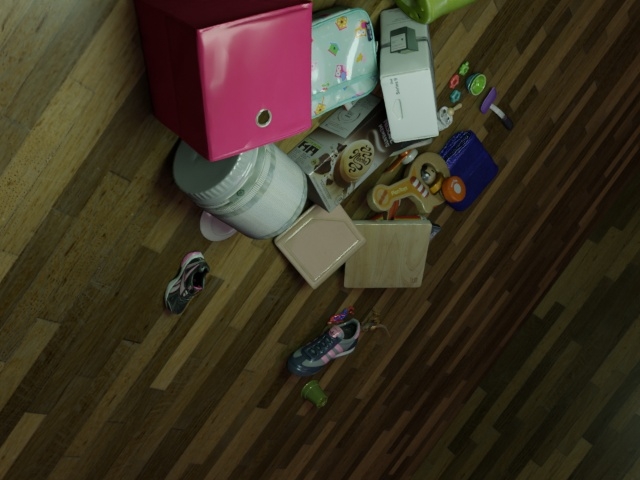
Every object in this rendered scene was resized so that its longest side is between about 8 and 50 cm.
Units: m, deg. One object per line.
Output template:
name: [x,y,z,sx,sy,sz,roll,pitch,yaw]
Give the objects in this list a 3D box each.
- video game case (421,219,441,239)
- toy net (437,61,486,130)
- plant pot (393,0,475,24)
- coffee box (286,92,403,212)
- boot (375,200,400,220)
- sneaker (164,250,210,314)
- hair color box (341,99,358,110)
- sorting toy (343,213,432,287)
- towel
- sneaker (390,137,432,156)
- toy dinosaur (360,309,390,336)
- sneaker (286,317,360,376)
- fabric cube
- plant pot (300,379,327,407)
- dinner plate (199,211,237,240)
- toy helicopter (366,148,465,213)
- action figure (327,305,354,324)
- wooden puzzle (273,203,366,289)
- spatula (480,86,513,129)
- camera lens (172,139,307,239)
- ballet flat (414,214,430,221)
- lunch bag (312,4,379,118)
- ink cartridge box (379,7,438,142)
video game case: [0.269,0.033,2.164,0.196,0.026,0.274,10,128,-49]
toy net: [0.427,-0.439,1.994,0.122,0.045,0.232,25,101,-52]
plant pot: [0.316,-0.702,1.461,0.353,0.366,0.366,-37,142,0]
coffee box: [0.068,-0.245,1.717,0.297,0.119,0.168,-44,141,-11]
boot: [0.222,-0.085,2.060,0.085,0.059,0.158,-23,133,-39]
sneaker: [-0.340,0.119,1.623,0.072,0.077,0.178,4,117,-46]
hair color box: [0.056,-0.410,1.635,0.072,0.043,0.141,-47,141,-7]
sorting toy: [0.205,0.026,2.023,0.255,0.089,0.257,0,128,-4]
towel: [0.491,-0.240,2.207,0.227,0.076,0.308,-49,144,8]
sneaker: [0.223,-0.322,1.869,0.222,0.083,0.118,-21,111,-21]
toy dinosaur: [0.194,0.317,2.364,0.211,0.064,0.112,-2,139,-35]
sneaker: [0.013,0.351,2.149,0.319,0.112,0.131,-21,139,-45]
fabric cube: [-0.184,-0.352,1.258,0.254,0.259,0.258,-24,134,-30]
plant pot: [-0.016,0.568,2.317,0.083,0.079,0.083,-27,135,-30]
dinner plate: [-0.246,-0.057,1.630,0.141,0.017,0.141,-27,134,-31]
toy helicopter: [0.272,-0.185,1.941,0.355,0.140,0.235,-23,96,-36]
action figure: [0.070,0.267,2.208,0.115,0.030,0.038,-22,139,-30]
wooden puzzle: [0.000,0.000,1.866,0.221,0.044,0.238,-42,125,-7]
spatula: [0.623,-0.444,2.205,0.296,0.030,0.084,23,103,-52]
camera lens: [-0.177,-0.140,1.466,0.219,0.219,0.274,-53,143,1]
ballet flat: [0.321,-0.055,2.170,0.188,0.070,0.070,-22,134,-35]
lunch bag: [0.010,-0.415,1.487,0.279,0.108,0.224,-26,122,-21]
ink cartridge box: [0.225,-0.422,1.598,0.122,0.289,0.211,-6,139,14]
